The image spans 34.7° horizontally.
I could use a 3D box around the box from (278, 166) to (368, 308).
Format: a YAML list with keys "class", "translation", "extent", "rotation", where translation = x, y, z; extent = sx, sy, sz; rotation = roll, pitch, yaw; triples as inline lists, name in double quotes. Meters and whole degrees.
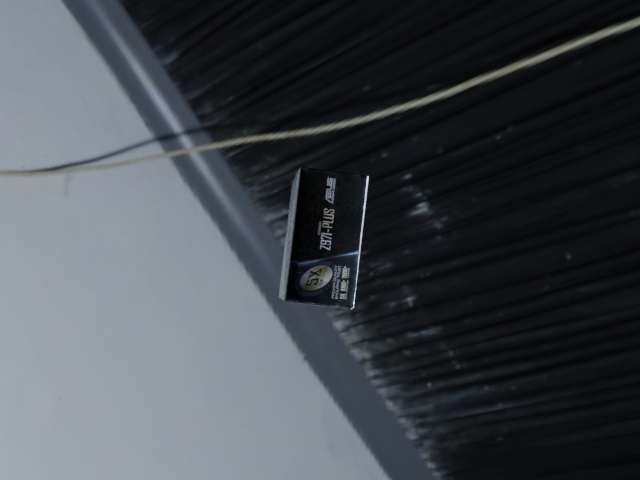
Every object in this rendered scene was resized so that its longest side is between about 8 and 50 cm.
- class: "box"
  translation: [0.000, 0.000, 1.178]
  extent: [0.077, 0.180, 0.147]
  rotation: [7, 89, -4]
